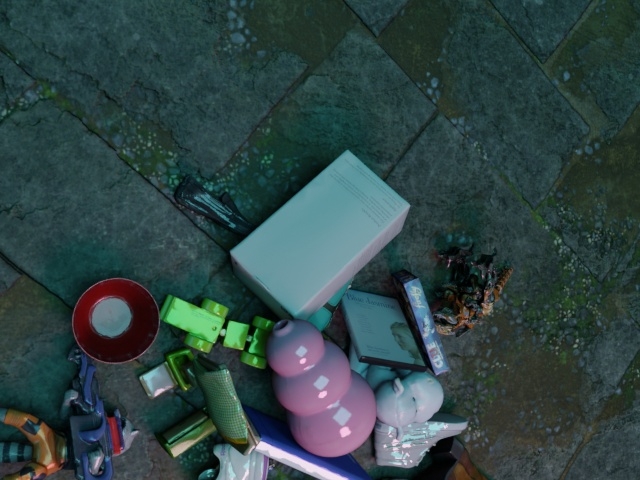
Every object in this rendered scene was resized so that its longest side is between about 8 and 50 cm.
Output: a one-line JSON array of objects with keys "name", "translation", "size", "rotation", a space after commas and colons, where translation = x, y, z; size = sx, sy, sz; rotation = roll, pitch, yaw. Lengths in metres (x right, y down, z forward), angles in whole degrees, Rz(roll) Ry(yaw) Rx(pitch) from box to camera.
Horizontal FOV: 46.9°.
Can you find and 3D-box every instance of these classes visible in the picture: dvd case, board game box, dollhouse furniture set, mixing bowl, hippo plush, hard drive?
[{"name": "dvd case", "translation": [0.145, 0.212, 1.791], "size": [0.180, 0.253, 0.022], "rotation": [12, 122, -23]}, {"name": "board game box", "translation": [0.249, 0.201, 1.857], "size": [0.042, 0.165, 0.243], "rotation": [-20, 96, -3]}, {"name": "dollhouse furniture set", "translation": [-0.273, 0.356, 1.562], "size": [0.151, 0.301, 0.198], "rotation": [-28, 103, -23]}, {"name": "mixing bowl", "translation": [-0.448, 0.170, 1.598], "size": [0.181, 0.098, 0.181], "rotation": [0, 89, -24]}, {"name": "hippo plush", "translation": [0.161, 0.341, 1.784], "size": [0.294, 0.236, 0.234], "rotation": [-8, 94, -23]}, {"name": "hard drive", "translation": [-0.036, 0.488, 1.713], "size": [0.318, 0.210, 0.040], "rotation": [30, 88, -20]}]

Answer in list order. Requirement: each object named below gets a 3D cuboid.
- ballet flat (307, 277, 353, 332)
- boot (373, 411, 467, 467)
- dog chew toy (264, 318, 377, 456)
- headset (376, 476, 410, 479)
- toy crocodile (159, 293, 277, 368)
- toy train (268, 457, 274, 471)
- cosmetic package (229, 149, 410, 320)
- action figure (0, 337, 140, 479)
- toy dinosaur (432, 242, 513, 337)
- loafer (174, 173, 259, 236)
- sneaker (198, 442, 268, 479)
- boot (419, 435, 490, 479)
[{"name": "ballet flat", "translation": [-0.002, 0.153, 1.801], "size": [0.091, 0.077, 0.241], "rotation": [44, 76, -24]}, {"name": "boot", "translation": [0.256, 0.519, 1.914], "size": [0.258, 0.095, 0.123], "rotation": [1, 96, -15]}, {"name": "dog chew toy", "translation": [-0.012, 0.313, 1.616], "size": [0.206, 0.206, 0.332], "rotation": [-37, 115, -19]}, {"name": "headset", "translation": [0.159, 0.802, 1.863], "size": [0.243, 0.185, 0.394], "rotation": [23, 66, -25]}, {"name": "toy crocodile", "translation": [-0.208, 0.213, 1.706], "size": [0.340, 0.105, 0.115], "rotation": [21, 82, -15]}, {"name": "toy train", "translation": [-0.176, 0.565, 1.753], "size": [0.158, 0.027, 0.036], "rotation": [-26, 103, -20]}, {"name": "cosmetic package", "translation": [0.000, 0.000, 1.720], "size": [0.385, 0.156, 0.217], "rotation": [-41, 75, -16]}, {"name": "action figure", "translation": [-0.552, 0.389, 1.556], "size": [0.330, 0.178, 0.341], "rotation": [8, 57, -29]}, {"name": "toy dinosaur", "translation": [0.397, 0.131, 1.957], "size": [0.322, 0.164, 0.218], "rotation": [-39, 125, -55]}, {"name": "loafer", "translation": [-0.227, -0.075, 1.704], "size": [0.223, 0.076, 0.078], "rotation": [29, 87, -17]}, {"name": "sneaker", "translation": [-0.212, 0.596, 1.685], "size": [0.152, 0.114, 0.305], "rotation": [11, 98, -5]}, {"name": "boot", "translation": [0.369, 0.692, 1.928], "size": [0.280, 0.096, 0.264], "rotation": [51, 39, -18]}]
